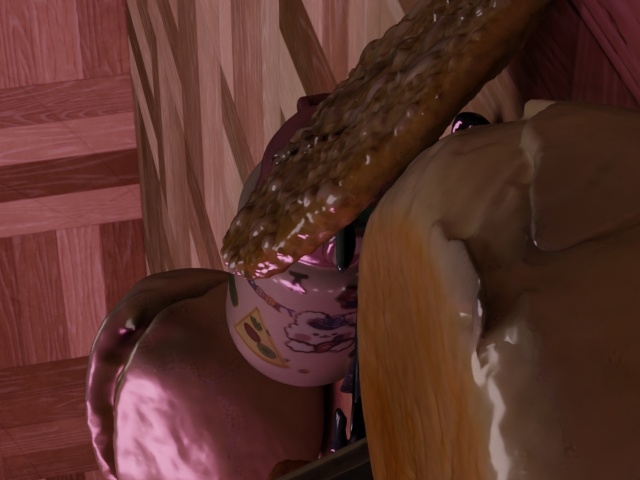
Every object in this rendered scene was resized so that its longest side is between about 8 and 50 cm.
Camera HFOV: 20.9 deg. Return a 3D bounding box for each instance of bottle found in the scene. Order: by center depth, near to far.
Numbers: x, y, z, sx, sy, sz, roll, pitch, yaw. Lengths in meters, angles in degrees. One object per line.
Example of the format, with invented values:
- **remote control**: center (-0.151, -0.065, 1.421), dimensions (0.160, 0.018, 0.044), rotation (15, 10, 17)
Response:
- **bottle**: center (0.000, 0.000, 1.149), dimensions (0.253, 0.120, 0.120), rotation (101, 158, -64)

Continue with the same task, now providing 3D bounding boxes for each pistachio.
- **pistachio**: center (-0.102, 0.140, 1.549), dimensions (0.208, 0.226, 0.332), rotation (49, 163, 33)

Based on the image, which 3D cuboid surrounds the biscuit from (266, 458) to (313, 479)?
- **biscuit**: center (0.008, 0.269, 1.341), dimensions (0.277, 0.052, 0.262), rotation (-54, -38, -74)

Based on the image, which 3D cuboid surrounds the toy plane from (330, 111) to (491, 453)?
- **toy plane**: center (0.052, 0.047, 0.978), dimensions (0.381, 0.106, 0.155), rotation (89, 180, -58)

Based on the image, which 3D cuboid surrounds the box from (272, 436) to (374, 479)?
- **box**: center (0.059, 0.258, 0.900), dimensions (0.178, 0.138, 0.274), rotation (41, 154, 62)

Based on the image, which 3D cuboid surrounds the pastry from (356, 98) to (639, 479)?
- **pastry**: center (0.095, 0.076, 0.628), dimensions (0.265, 0.133, 0.265), rotation (176, 90, -82)

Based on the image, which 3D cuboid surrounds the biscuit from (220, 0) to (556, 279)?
- **biscuit**: center (0.035, -0.066, 0.758), dimensions (0.033, 0.220, 0.220), rotation (43, 176, -11)
